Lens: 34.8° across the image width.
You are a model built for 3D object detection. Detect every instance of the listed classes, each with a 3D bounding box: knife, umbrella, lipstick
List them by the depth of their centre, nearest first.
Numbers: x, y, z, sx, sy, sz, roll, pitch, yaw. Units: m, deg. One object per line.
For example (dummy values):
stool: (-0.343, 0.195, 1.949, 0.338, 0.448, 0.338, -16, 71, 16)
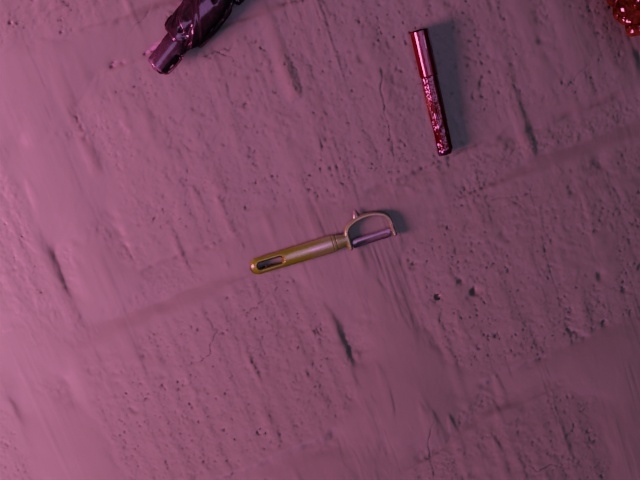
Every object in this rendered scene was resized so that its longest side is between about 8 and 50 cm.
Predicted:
umbrella: (-0.145, -0.315, 1.326, 0.066, 0.059, 0.235, 42, 97, 9)
lipstick: (0.155, -0.202, 1.399, 0.027, 0.027, 0.176, -16, 105, -3)
knife: (0.000, 0.000, 1.429, 0.212, 0.015, 0.054, -18, 103, -3)

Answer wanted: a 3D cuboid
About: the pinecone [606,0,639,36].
pinecone: (0.509, -0.376, 1.302, 0.292, 0.246, 0.246, -28, 104, -13)
